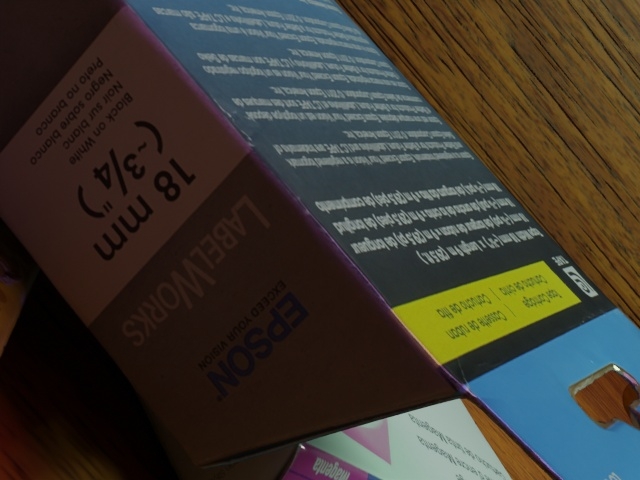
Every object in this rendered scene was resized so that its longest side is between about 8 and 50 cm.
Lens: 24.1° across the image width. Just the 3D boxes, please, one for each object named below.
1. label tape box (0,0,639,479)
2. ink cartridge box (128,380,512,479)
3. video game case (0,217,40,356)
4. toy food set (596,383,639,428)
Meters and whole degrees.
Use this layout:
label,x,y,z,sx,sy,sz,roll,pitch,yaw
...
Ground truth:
label,x,y,z,sx,sy,sz,roll,pitch,yaw
label tape box,0.000,0.000,0.629,0.334,0.106,0.240,49,20,14
ink cartridge box,0.016,0.103,0.783,0.324,0.071,0.330,35,17,-54
video game case,-0.207,-0.046,0.468,0.275,0.035,0.248,47,12,-15
toy food set,0.256,0.232,1.162,0.104,0.111,0.232,-97,177,-70
